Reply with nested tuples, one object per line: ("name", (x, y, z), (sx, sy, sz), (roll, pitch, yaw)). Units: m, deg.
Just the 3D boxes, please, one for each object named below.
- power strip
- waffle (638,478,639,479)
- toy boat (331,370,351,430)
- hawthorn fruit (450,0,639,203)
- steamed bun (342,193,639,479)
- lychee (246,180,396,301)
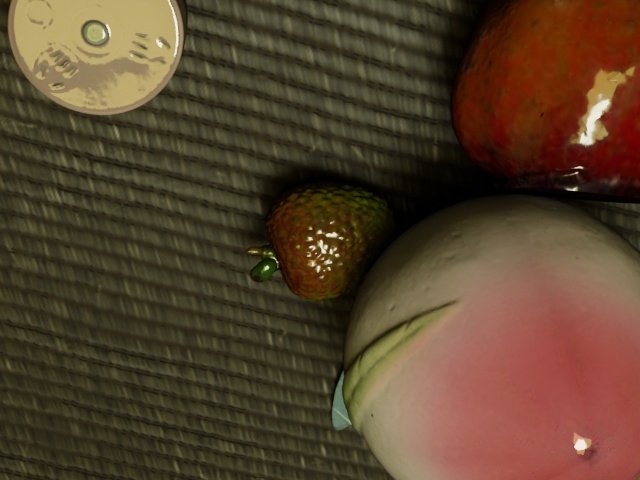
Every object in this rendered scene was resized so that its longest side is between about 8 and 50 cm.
("power strip", (-0.194, -0.192, 0.984), (0.154, 0.078, 0.154), (-1, 115, -2))
("waffle", (0.277, 0.162, 1.157), (0.302, 0.068, 0.324), (7, 105, -4))
("toy boat", (0.046, 0.155, 1.174), (0.122, 0.034, 0.096), (-38, 105, 15))
("hawthorn fruit", (0.225, -0.148, 0.959), (0.215, 0.215, 0.249), (10, 114, -7))
("steamed bun", (0.171, 0.116, 0.951), (0.310, 0.309, 0.309), (-1, 114, -2))
("lychee", (0.000, 0.000, 1.059), (0.147, 0.114, 0.114), (-17, 114, -2))
